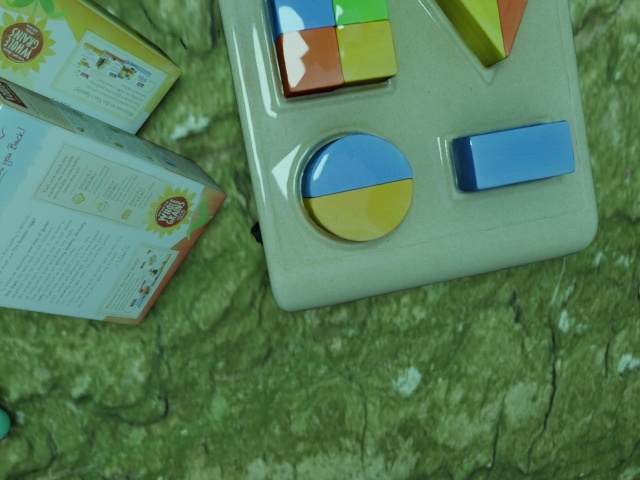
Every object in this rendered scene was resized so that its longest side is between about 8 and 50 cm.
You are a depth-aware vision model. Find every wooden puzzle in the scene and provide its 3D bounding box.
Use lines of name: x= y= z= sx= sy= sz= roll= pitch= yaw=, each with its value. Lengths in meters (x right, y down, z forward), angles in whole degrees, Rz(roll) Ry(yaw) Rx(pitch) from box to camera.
wooden puzzle: x=0.091 y=-0.123 z=0.624 sx=0.321 sy=0.080 sz=0.348 roll=-11 pitch=100 yaw=-9

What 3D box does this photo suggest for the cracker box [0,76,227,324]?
cracker box: x=-0.206 y=-0.021 z=0.576 sx=0.156 sy=0.067 sz=0.232 roll=-53 pitch=147 yaw=10

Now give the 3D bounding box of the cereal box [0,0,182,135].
cereal box: x=-0.246 y=-0.089 z=0.566 sx=0.240 sy=0.047 sz=0.173 roll=-49 pitch=148 yaw=8

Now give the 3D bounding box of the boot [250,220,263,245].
boot: x=0.000 y=0.000 z=0.706 sx=0.121 sy=0.045 sz=0.099 roll=-33 pitch=114 yaw=7

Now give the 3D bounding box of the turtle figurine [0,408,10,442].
turtle figurine: x=-0.376 y=0.201 z=0.660 sx=0.234 sy=0.118 sz=0.175 roll=-18 pitch=100 yaw=11
